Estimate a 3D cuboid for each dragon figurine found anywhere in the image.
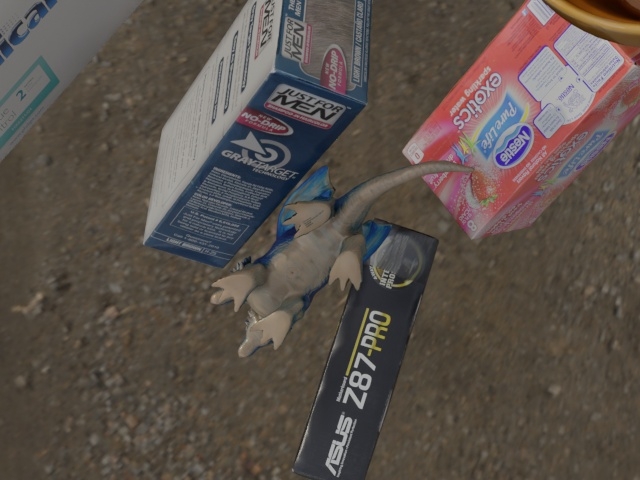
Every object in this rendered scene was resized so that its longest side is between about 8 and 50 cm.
[{"bbox_3d":[0.000,0.000,1.007,0.085,0.144,0.289,43,112,-4],"label":"dragon figurine"}]

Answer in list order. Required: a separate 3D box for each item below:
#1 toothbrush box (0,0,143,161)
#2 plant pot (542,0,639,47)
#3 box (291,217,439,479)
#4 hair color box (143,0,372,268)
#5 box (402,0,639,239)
[{"bbox_3d":[-0.273,-0.208,0.797,0.295,0.126,0.216,33,77,22],"label":"toothbrush box"},{"bbox_3d":[0.230,-0.218,0.813,0.205,0.188,0.205,-1,87,20],"label":"plant pot"},{"bbox_3d":[0.056,0.167,1.611,0.097,0.395,0.318,20,81,4],"label":"box"},{"bbox_3d":[-0.071,-0.129,1.309,0.105,0.174,0.347,18,145,-20],"label":"hair color box"},{"bbox_3d":[0.261,-0.156,1.466,0.154,0.142,0.300,54,127,21],"label":"box"}]
